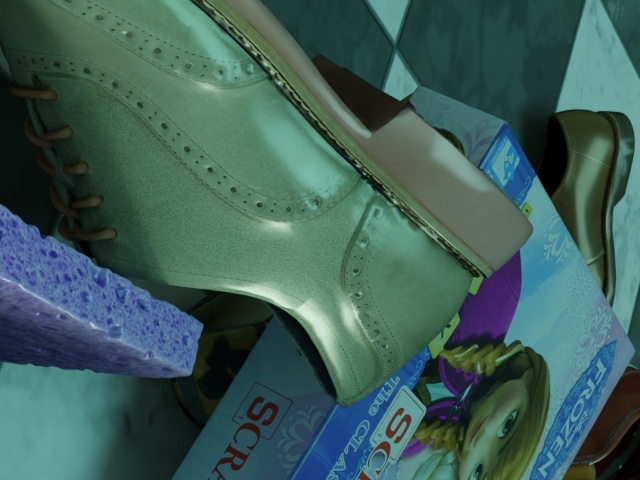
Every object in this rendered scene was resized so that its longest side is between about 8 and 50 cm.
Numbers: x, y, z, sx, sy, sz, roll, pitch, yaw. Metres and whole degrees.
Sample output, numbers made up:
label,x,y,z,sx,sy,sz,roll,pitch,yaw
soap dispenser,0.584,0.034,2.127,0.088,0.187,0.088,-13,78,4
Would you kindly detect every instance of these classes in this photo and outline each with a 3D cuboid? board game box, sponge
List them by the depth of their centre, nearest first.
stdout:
label,x,y,z,sx,sy,sz,roll,pitch,yaw
sponge,-0.153,0.012,0.803,0.210,0.117,0.031,38,61,-55
board game box,0.048,0.124,1.091,0.319,0.066,0.318,-58,149,-11

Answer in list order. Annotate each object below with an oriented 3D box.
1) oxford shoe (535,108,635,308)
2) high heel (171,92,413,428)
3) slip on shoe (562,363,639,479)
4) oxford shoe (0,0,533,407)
label,x,y,z,sx,sy,sz,roll,pitch,yaw
oxford shoe,0.185,0.002,1.460,0.076,0.076,0.212,5,91,-29
high heel,0.000,0.000,1.093,0.186,0.093,0.261,44,60,-55
slip on shoe,0.164,0.197,1.353,0.331,0.101,0.123,-35,126,-37
oxford shoe,-0.081,-0.059,0.839,0.397,0.140,0.146,36,92,-22
